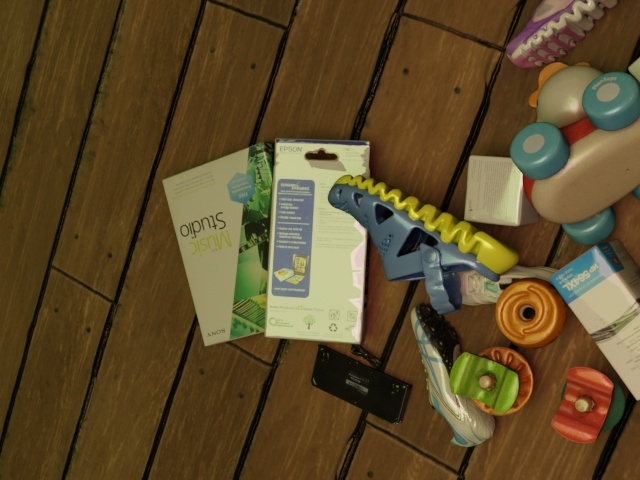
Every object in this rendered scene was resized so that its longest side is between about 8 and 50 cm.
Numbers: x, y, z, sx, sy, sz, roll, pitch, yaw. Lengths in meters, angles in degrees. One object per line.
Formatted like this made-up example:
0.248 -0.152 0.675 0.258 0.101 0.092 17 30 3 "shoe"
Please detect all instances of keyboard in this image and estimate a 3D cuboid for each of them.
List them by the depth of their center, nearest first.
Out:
0.070 0.229 1.558 0.180 0.023 0.108 21 110 26 "keyboard"

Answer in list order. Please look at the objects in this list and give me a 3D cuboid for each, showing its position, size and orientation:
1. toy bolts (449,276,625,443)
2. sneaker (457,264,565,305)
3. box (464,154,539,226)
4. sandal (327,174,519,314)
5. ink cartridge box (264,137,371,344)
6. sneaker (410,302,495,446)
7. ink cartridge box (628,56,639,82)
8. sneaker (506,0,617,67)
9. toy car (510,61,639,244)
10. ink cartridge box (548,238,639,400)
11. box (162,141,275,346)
0.338 0.179 1.332 0.229 0.158 0.218 25 97 27 "toy bolts"
0.264 0.065 1.395 0.212 0.094 0.080 1 95 30 "sneaker"
0.275 -0.075 1.374 0.087 0.101 0.101 8 97 29 "box"
0.130 0.003 1.379 0.317 0.126 0.138 31 97 31 "sandal"
0.000 0.000 1.523 0.166 0.065 0.332 4 91 11 "ink cartridge box"
0.193 0.213 1.454 0.086 0.085 0.237 -32 75 35 "sneaker"
0.544 -0.244 1.219 0.208 0.087 0.153 -44 72 25 "ink cartridge box"
0.355 -0.352 1.323 0.236 0.095 0.104 -43 66 20 "sneaker"
0.354 -0.159 1.294 0.210 0.219 0.238 -35 44 14 "toy car"
0.425 0.106 1.275 0.086 0.148 0.203 -39 75 25 "ink cartridge box"
-0.143 0.011 1.642 0.232 0.058 0.321 -18 87 29 "box"
